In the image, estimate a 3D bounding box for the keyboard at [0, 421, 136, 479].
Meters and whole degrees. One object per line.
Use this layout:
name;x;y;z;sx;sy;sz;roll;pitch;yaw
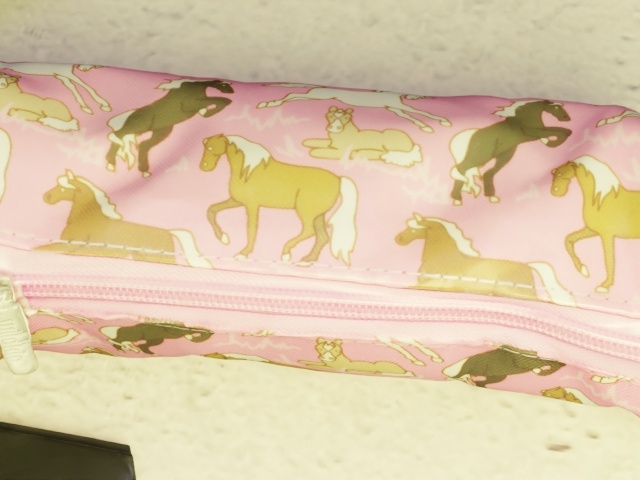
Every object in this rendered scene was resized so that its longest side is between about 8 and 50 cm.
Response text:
keyboard;-0.251;0.160;0.827;0.317;0.033;0.202;8;53;6

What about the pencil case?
pencil case;0.000;0.000;0.850;0.386;0.160;0.167;4;67;2
